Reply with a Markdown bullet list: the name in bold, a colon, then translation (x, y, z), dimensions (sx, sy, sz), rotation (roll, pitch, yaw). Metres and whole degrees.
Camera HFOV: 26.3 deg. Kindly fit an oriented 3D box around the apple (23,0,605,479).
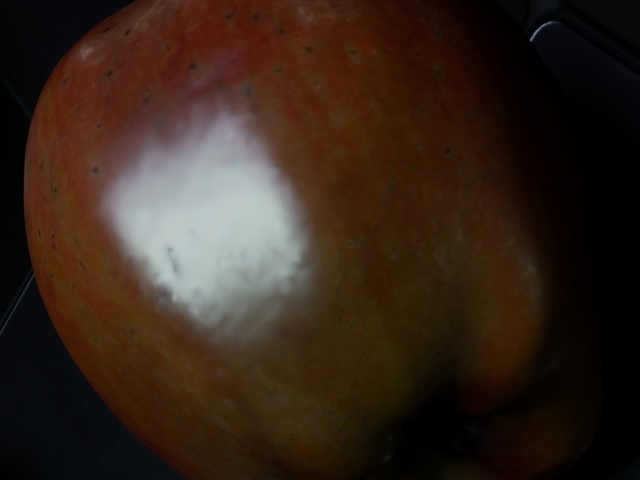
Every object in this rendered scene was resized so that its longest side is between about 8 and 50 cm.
- **apple**: translation (0.000, -0.001, 0.514), dimensions (0.234, 0.234, 0.234), rotation (-19, 62, 42)
